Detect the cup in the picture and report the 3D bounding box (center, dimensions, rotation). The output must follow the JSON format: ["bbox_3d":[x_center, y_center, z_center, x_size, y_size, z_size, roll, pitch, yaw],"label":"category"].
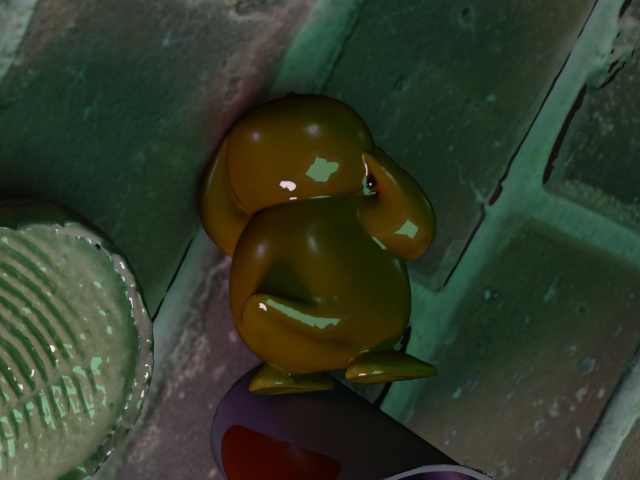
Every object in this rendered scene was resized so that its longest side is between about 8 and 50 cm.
[{"bbox_3d":[0.018,0.218,1.591,0.203,0.288,0.203,-9,114,-21],"label":"cup"}]

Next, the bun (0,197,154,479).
[{"bbox_3d":[-0.259,0.084,1.490,0.259,0.152,0.259,-9,106,-33],"label":"bun"}]

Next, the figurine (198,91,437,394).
[{"bbox_3d":[-0.003,0.006,1.552,0.215,0.215,0.228,29,53,-31],"label":"figurine"}]
